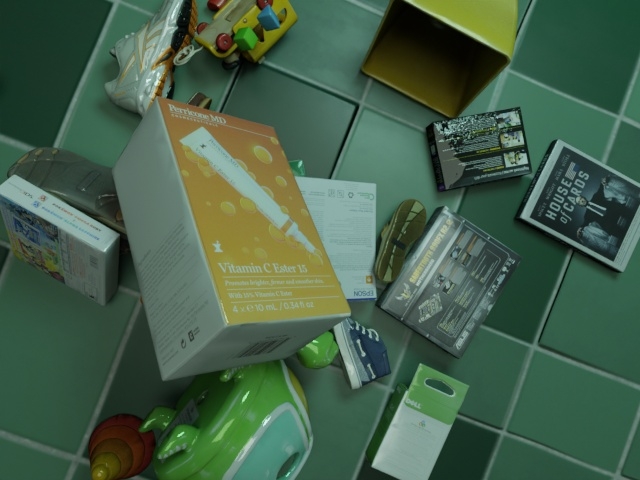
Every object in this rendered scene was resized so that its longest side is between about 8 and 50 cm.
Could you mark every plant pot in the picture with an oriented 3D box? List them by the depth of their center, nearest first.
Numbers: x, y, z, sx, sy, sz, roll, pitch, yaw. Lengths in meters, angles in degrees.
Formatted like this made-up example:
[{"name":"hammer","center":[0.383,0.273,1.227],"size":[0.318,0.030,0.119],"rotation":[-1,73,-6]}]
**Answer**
[{"name":"plant pot","center":[0.225,-0.385,0.860],"size":[0.212,0.212,0.187],"rotation":[26,75,-3]}]

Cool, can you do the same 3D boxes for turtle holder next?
[{"name":"turtle holder","center":[-0.125,0.286,0.821],"size":[0.227,0.243,0.320],"rotation":[43,46,-17]}]

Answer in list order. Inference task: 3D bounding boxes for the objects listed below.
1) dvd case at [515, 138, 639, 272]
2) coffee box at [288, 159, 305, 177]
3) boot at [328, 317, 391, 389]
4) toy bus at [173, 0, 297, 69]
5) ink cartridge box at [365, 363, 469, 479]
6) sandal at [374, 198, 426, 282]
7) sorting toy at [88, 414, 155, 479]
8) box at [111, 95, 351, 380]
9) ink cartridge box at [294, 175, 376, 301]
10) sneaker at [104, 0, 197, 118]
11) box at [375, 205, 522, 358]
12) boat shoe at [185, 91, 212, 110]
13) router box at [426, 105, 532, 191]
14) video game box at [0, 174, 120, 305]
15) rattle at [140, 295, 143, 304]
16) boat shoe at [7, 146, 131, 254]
[{"name":"dvd case","center":[0.531,-0.068,0.957],"size":[0.239,0.029,0.179],"rotation":[27,86,-4]},{"name":"coffee box","center":[-0.073,-0.053,0.903],"size":[0.113,0.040,0.184],"rotation":[-11,90,-7]},{"name":"boot","center":[0.067,0.178,0.904],"size":[0.086,0.069,0.190],"rotation":[-19,98,-12]},{"name":"toy bus","center":[-0.138,-0.374,0.874],"size":[0.202,0.104,0.191],"rotation":[-9,57,27]},{"name":"ink cartridge box","center":[0.181,0.340,0.905],"size":[0.109,0.062,0.209],"rotation":[26,87,-4]},{"name":"sandal","center":[0.142,-0.004,0.912],"size":[0.072,0.049,0.180],"rotation":[36,73,-27]},{"name":"sorting toy","center":[-0.307,0.491,0.834],"size":[0.127,0.126,0.365],"rotation":[-27,90,-5]},{"name":"box","center":[-0.138,-0.005,0.700],"size":[0.168,0.215,0.345],"rotation":[-41,61,35]},{"name":"ink cartridge box","center":[0.000,0.000,0.868],"size":[0.223,0.045,0.224],"rotation":[2,86,-28]},{"name":"sneaker","center":[-0.312,-0.355,0.866],"size":[0.121,0.099,0.262],"rotation":[19,86,1]},{"name":"box","center":[0.243,0.079,0.918],"size":[0.183,0.056,0.231],"rotation":[33,86,-2]},{"name":"boat shoe","center":[-0.278,-0.189,0.874],"size":[0.073,0.073,0.207],"rotation":[33,86,-5]},{"name":"router box","center":[0.307,-0.176,0.933],"size":[0.179,0.046,0.133],"rotation":[-11,90,-4]},{"name":"video game box","center":[-0.430,0.009,0.803],"size":[0.187,0.205,0.048],"rotation":[29,52,-5]},{"name":"rattle","center":[-0.224,0.049,0.893],"size":[0.130,0.143,0.199],"rotation":[29,72,-37]},{"name":"boat shoe","center":[-0.356,-0.047,0.841],"size":[0.355,0.130,0.132],"rotation":[23,49,4]}]
